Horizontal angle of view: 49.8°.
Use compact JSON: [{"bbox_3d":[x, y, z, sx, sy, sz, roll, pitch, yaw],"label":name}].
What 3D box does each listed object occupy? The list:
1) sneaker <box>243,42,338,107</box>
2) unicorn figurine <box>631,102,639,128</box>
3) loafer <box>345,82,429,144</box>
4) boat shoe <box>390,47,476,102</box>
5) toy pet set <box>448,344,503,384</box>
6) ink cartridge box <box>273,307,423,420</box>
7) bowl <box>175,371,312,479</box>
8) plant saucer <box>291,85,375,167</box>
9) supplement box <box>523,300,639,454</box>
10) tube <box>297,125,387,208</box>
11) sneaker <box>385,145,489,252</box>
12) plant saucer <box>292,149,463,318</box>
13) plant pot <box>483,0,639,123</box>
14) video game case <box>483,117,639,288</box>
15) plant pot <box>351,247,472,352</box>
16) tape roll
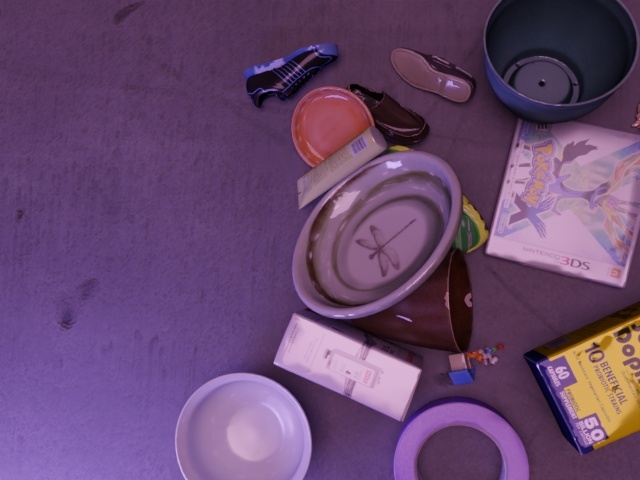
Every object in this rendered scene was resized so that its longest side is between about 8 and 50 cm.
[{"bbox_3d":[-0.060,-0.379,1.589,0.232,0.081,0.090,-16,86,15],"label":"sneaker"},{"bbox_3d":[0.753,-0.274,1.452,0.162,0.060,0.111,12,77,16],"label":"unicorn figurine"},{"bbox_3d":[0.140,-0.285,1.536,0.220,0.078,0.080,25,72,11],"label":"loafer"},{"bbox_3d":[0.256,-0.380,1.555,0.206,0.075,0.065,31,48,15],"label":"boat shoe"},{"bbox_3d":[0.329,0.265,1.456,0.114,0.122,0.065,-16,79,26],"label":"toy pet set"},{"bbox_3d":[0.068,0.252,1.451,0.283,0.207,0.117,23,92,9],"label":"ink cartridge box"},{"bbox_3d":[-0.155,0.431,1.510,0.298,0.134,0.298,-1,85,9],"label":"bowl"},{"bbox_3d":[0.032,-0.248,1.547,0.200,0.037,0.200,9,114,20],"label":"plant saucer"},{"bbox_3d":[0.619,0.247,1.368,0.356,0.195,0.194,-26,82,6],"label":"supplement box"},{"bbox_3d":[0.037,-0.162,1.520,0.240,0.070,0.062,-33,91,28],"label":"tube"},{"bbox_3d":[0.236,-0.089,1.500,0.123,0.109,0.295,-41,80,3],"label":"sneaker"},{"bbox_3d":[0.126,-0.001,1.407,0.400,0.100,0.400,-26,42,26],"label":"plant saucer"},{"bbox_3d":[0.473,-0.360,1.421,0.293,0.196,0.293,-2,72,5],"label":"plant pot"},{"bbox_3d":[0.540,-0.091,1.487,0.300,0.036,0.329,14,88,10],"label":"video game case"},{"bbox_3d":[0.185,0.131,1.459,0.230,0.215,0.215,-5,85,24],"label":"plant pot"},{"bbox_3d":[0.295,0.474,1.457,0.275,0.090,0.275,-1,85,9],"label":"tape roll"}]
